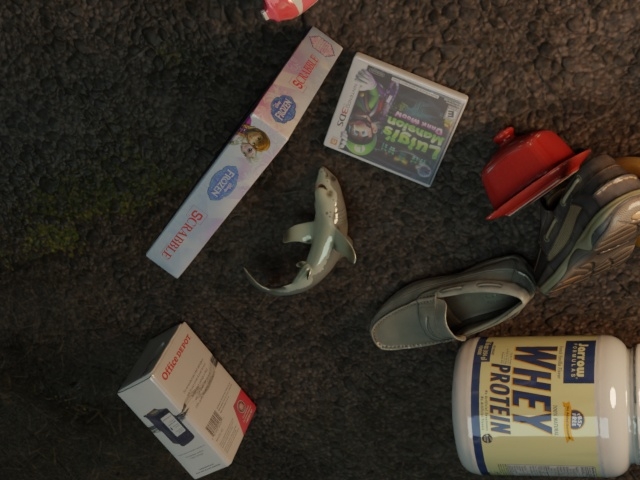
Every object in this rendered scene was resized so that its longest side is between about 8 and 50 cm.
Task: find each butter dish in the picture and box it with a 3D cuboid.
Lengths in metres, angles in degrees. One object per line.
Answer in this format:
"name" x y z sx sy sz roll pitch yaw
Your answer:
"butter dish" 0.309 -0.120 1.711 0.160 0.160 0.118 -39 82 32

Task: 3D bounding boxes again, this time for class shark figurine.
"shark figurine" -0.002 0.029 1.920 0.166 0.116 0.278 49 120 24

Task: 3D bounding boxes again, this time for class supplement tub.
"supplement tub" 0.398 0.276 1.870 0.324 0.235 0.236 -3 121 18

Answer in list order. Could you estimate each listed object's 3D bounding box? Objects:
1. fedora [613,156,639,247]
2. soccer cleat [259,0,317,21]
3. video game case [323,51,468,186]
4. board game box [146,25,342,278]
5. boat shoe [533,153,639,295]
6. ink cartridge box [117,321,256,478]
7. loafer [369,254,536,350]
"fedora" 0.506 -0.069 1.692 0.194 0.079 0.194 29 146 22
"soccer cleat" -0.085 -0.445 1.655 0.095 0.083 0.248 -25 110 -3
"video game case" 0.117 -0.190 1.782 0.190 0.022 0.173 22 126 2
"board game box" -0.113 -0.139 1.705 0.066 0.318 0.319 36 124 -8
"boat shoe" 0.402 -0.025 1.696 0.132 0.130 0.355 -18 162 -16
"ink cartridge box" -0.249 0.302 2.120 0.100 0.172 0.237 -27 111 30
"loafer" 0.215 0.120 1.899 0.319 0.111 0.112 -27 111 29
